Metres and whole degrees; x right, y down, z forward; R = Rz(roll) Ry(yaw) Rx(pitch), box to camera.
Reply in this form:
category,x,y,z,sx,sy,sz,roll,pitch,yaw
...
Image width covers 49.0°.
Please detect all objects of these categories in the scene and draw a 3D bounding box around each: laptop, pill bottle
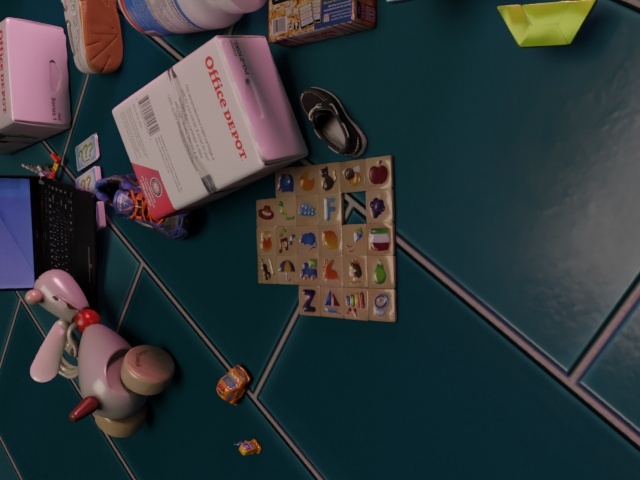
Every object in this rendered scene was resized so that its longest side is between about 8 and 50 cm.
category,x,y,z,sx,sy,sz,roll,pitch,yaw
laptop,-0.537,0.009,1.276,0.265,0.137,0.234,18,113,35
pill bottle,-0.176,-0.355,0.979,0.222,0.124,0.124,8,97,41

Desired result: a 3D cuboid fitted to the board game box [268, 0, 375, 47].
category,x,y,z,sx,sy,sz,roll,pitch,yaw
board game box,-0.001,-0.351,0.872,0.147,0.045,0.193,2,93,42

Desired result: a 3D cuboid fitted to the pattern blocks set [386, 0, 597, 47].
category,x,y,z,sx,sy,sz,roll,pitch,yaw
pattern blocks set,0.211,-0.322,0.639,0.325,0.026,0.285,11,103,25

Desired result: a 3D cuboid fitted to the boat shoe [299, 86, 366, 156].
category,x,y,z,sx,sy,sz,roll,pitch,yaw
boat shoe,0.008,-0.150,0.875,0.046,0.038,0.125,-52,59,30

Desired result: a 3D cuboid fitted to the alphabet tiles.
category,x,y,z,sx,sy,sz,roll,pitch,yaw
alphabet tiles,0.000,0.000,0.907,0.237,0.009,0.198,-1,91,43

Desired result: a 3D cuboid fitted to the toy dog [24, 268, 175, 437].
category,x,y,z,sx,sy,sz,roll,pitch,yaw
toy dog,-0.399,0.191,1.150,0.334,0.161,0.220,22,109,31

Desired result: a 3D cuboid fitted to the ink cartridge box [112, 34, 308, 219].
category,x,y,z,sx,sy,sz,roll,pitch,yaw
ink cartridge box,-0.153,-0.147,0.947,0.237,0.100,0.171,-20,91,40

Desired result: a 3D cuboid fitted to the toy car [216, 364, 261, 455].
category,x,y,z,sx,sy,sz,roll,pitch,yaw
toy car,-0.113,0.241,0.994,0.060,0.041,0.122,-45,62,34

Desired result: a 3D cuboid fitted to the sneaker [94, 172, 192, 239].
category,x,y,z,sx,sy,sz,roll,pitch,yaw
sneaker,-0.280,-0.053,1.108,0.221,0.087,0.083,19,105,41

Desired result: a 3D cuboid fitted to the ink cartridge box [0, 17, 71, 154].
category,x,y,z,sx,sy,sz,roll,pitch,yaw
ink cartridge box,-0.620,-0.296,1.391,0.278,0.117,0.201,-8,86,42

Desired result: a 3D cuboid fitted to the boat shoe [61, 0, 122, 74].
category,x,y,z,sx,sy,sz,roll,pitch,yaw
boat shoe,-0.403,-0.424,1.202,0.096,0.098,0.276,5,96,41

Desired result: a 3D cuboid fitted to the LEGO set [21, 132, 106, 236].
category,x,y,z,sx,sy,sz,roll,pitch,yaw
LEGO set,-0.493,-0.081,1.325,0.244,0.060,0.182,-19,75,42
